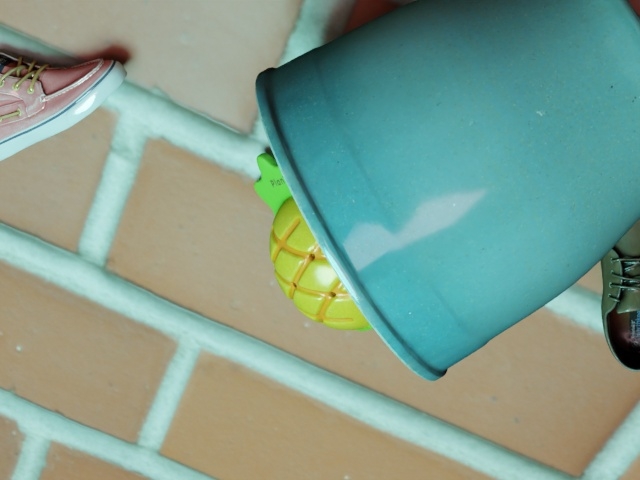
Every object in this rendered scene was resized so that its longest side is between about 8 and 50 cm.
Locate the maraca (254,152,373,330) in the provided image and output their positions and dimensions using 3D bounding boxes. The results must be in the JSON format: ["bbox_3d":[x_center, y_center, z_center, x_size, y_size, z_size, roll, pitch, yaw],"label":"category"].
[{"bbox_3d":[0.000,0.000,0.975,0.127,0.099,0.186,-17,105,53],"label":"maraca"}]

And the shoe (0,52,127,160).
[{"bbox_3d":[-0.260,-0.135,0.967,0.178,0.063,0.081,-22,120,29],"label":"shoe"}]

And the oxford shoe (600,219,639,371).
[{"bbox_3d":[0.275,0.013,0.922,0.082,0.096,0.227,-4,119,17],"label":"oxford shoe"}]

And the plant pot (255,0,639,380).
[{"bbox_3d":[0.130,-0.074,0.816,0.255,0.272,0.272,-30,112,12],"label":"plant pot"}]
